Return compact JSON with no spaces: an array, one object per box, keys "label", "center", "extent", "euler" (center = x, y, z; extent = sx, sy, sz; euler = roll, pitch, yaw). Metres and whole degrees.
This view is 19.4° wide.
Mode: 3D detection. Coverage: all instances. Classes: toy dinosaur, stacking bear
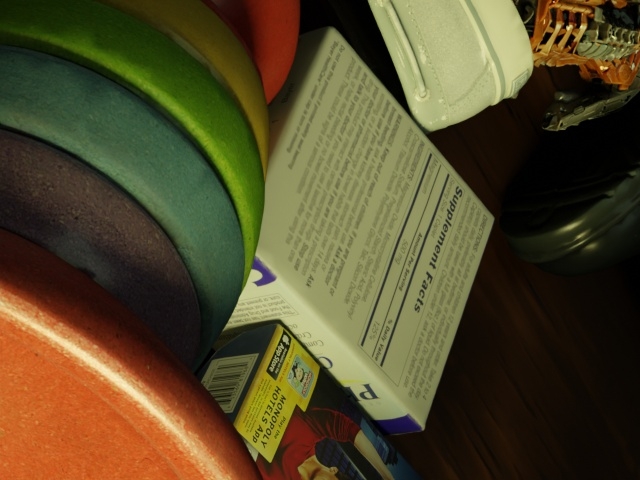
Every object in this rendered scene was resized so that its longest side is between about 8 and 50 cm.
[{"label":"toy dinosaur","center":[0.153,-0.183,1.011],"extent":[0.322,0.164,0.218],"euler":[-34,115,-52]},{"label":"stacking bear","center":[-0.085,-0.033,0.686],"extent":[0.164,0.175,0.289],"euler":[59,34,-33]}]

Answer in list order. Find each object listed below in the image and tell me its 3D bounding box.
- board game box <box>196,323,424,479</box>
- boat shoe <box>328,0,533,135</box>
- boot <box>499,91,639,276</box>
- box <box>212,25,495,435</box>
[{"label":"board game box","center":[-0.015,0.171,0.782],"extent":[0.194,0.060,0.194],"euler":[50,47,-31]},{"label":"boat shoe","center":[0.008,-0.150,0.864],"extent":[0.081,0.079,0.227],"euler":[-33,87,-14]},{"label":"boot","center":[0.213,0.012,1.062],"extent":[0.207,0.094,0.246],"euler":[61,39,-16]},{"label":"box","center":[0.000,0.000,0.831],"extent":[0.137,0.072,0.126],"euler":[47,48,-31]}]
